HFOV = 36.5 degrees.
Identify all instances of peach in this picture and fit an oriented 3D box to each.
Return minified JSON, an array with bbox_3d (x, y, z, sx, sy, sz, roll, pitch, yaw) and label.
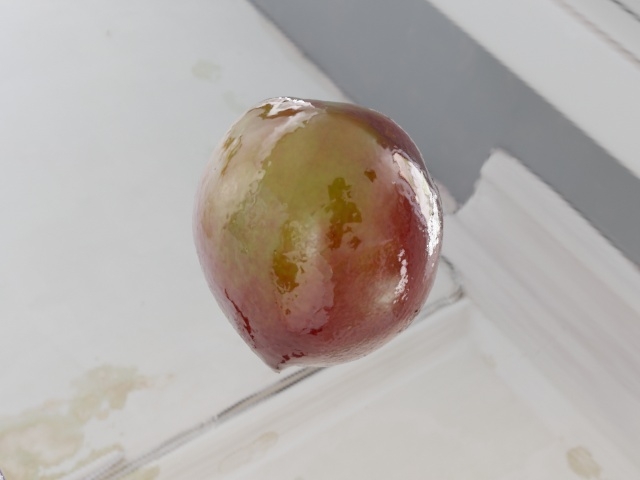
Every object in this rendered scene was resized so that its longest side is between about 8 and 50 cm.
[{"bbox_3d":[0.000,0.000,0.698,0.197,0.197,0.197,9,-135,-10],"label":"peach"}]

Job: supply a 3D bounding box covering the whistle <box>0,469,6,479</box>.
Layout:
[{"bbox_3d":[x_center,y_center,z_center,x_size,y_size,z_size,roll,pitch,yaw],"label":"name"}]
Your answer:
[{"bbox_3d":[-0.275,0.214,0.811,0.033,0.033,0.177,-29,-85,-37],"label":"whistle"}]
